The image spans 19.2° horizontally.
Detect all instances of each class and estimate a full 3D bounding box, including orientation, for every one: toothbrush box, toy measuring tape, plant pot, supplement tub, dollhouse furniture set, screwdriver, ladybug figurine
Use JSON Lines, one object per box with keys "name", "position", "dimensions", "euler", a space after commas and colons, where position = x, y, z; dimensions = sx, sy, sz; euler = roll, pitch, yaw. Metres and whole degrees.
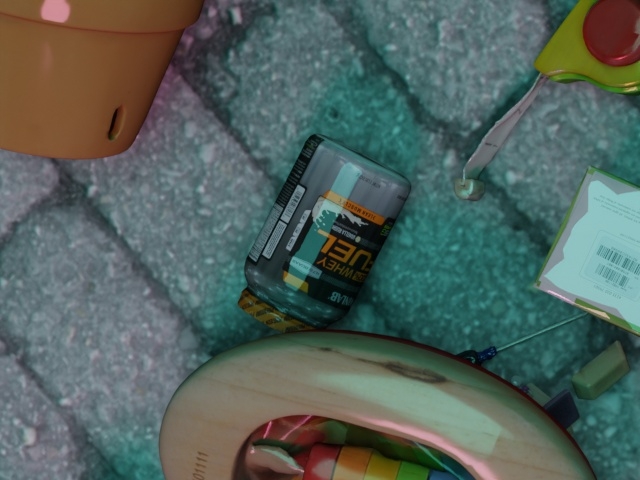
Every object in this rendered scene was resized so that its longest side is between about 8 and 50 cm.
{"name": "toothbrush box", "position": [0.322, 0.031, 1.732], "dimensions": [0.206, 0.283, 0.122], "euler": [25, 95, 10]}
{"name": "toy measuring tape", "position": [0.264, -0.147, 1.839], "dimensions": [0.121, 0.121, 0.330], "euler": [38, 104, 9]}
{"name": "plant pot", "position": [-0.264, -0.207, 1.874], "dimensions": [0.290, 0.291, 0.204], "euler": [15, 109, 11]}
{"name": "supplement tub", "position": [0.000, 0.000, 1.883], "dimensions": [0.117, 0.117, 0.190], "euler": [28, 95, 10]}
{"name": "dollhouse furniture set", "position": [0.250, 0.147, 1.886], "dimensions": [0.114, 0.091, 0.081], "euler": [-37, 39, -13]}
{"name": "screwdriver", "position": [0.187, 0.102, 1.893], "dimensions": [0.170, 0.024, 0.025], "euler": [-27, 113, 8]}
{"name": "ladybug figurine", "position": [0.072, 0.222, 1.820], "dimensions": [0.449, 0.162, 0.305], "euler": [18, 118, 10]}
